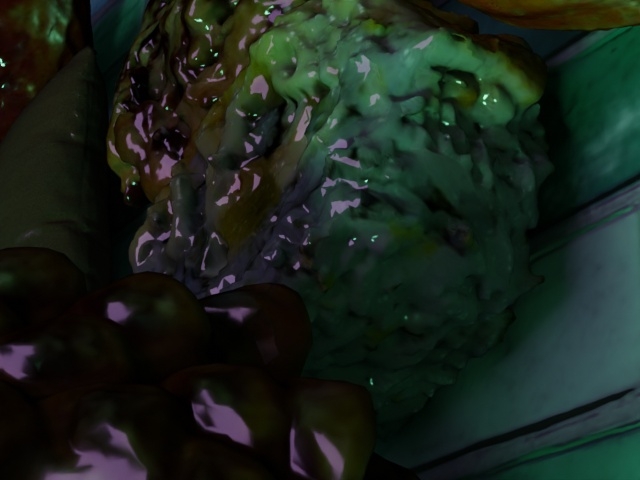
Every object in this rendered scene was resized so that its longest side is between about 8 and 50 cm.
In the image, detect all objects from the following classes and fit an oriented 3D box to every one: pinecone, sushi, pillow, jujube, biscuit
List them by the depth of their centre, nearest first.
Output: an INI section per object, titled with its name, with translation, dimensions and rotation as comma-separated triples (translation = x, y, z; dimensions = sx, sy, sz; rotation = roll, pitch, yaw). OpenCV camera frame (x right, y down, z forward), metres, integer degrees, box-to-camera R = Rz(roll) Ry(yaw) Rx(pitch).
[pinecone]
translation = -0.116, 0.201, 0.519
dimensions = 0.398, 0.398, 0.397
rotation = -37, 41, 41
[sushi]
translation = 0.000, 0.000, 0.693
dimensions = 0.274, 0.139, 0.184
rotation = -50, 31, 33
[biscuit]
translation = -0.056, -0.162, 0.908
dimensions = 0.289, 0.081, 0.334
rotation = -48, 22, 30
[pillow]
translation = -0.255, 0.043, 1.108
dimensions = 0.308, 0.108, 0.305
rotation = -42, 40, 37
[jujube]
translation = -0.304, -0.158, 1.250
dimensions = 0.290, 0.197, 0.197
rotation = 115, 157, -44

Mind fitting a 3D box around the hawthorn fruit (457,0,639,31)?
[hawthorn fruit]
translation = 0.097, -0.162, 0.624
dimensions = 0.194, 0.157, 0.157
rotation = -17, 56, 48
